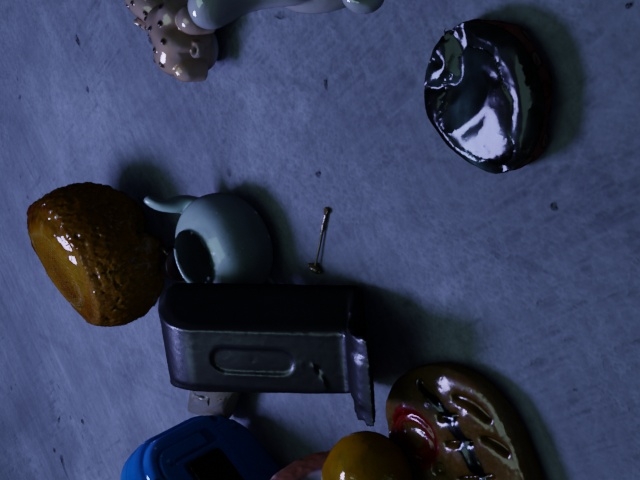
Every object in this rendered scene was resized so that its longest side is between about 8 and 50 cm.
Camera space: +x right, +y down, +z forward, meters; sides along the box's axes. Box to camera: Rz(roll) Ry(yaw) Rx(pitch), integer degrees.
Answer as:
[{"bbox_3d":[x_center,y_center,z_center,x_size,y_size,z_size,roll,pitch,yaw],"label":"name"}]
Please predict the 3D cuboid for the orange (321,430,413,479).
[{"bbox_3d":[0.068,0.367,1.581,0.156,0.124,0.156,14,107,51],"label":"orange"}]

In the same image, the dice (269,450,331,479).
[{"bbox_3d":[0.017,0.469,1.740,0.175,0.174,0.179,4,113,48],"label":"dice"}]

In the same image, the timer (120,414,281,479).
[{"bbox_3d":[-0.173,0.471,1.845,0.340,0.309,0.115,50,120,13],"label":"timer"}]

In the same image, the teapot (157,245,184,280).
[{"bbox_3d":[-0.270,0.044,1.974,0.045,0.068,0.100,6,144,52],"label":"teapot"}]

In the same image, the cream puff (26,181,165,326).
[{"bbox_3d":[-0.421,0.019,2.028,0.303,0.212,0.303,35,142,33],"label":"cream puff"}]

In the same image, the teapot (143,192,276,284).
[{"bbox_3d":[-0.174,0.016,1.793,0.294,0.129,0.193,51,139,22],"label":"teapot"}]

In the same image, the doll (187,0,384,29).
[{"bbox_3d":[0.002,-0.426,1.287,0.187,0.375,0.366,119,140,-51],"label":"doll"}]

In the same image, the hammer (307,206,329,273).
[{"bbox_3d":[0.000,0.000,1.675,0.029,0.014,0.123,30,125,28],"label":"hammer"}]

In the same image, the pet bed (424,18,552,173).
[{"bbox_3d":[0.209,-0.184,1.313,0.201,0.053,0.201,24,124,41],"label":"pet bed"}]

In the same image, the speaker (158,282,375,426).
[{"bbox_3d":[-0.085,0.175,1.625,0.388,0.184,0.180,-1,108,17],"label":"speaker"}]

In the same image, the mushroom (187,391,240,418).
[{"bbox_3d":[-0.181,0.258,1.937,0.247,0.096,0.108,-51,57,46],"label":"mushroom"}]

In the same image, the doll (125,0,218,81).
[{"bbox_3d":[-0.255,-0.385,1.738,0.278,0.119,0.154,57,140,30],"label":"doll"}]

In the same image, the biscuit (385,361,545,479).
[{"bbox_3d":[0.202,0.360,1.557,0.314,0.063,0.368,-17,94,50],"label":"biscuit"}]
